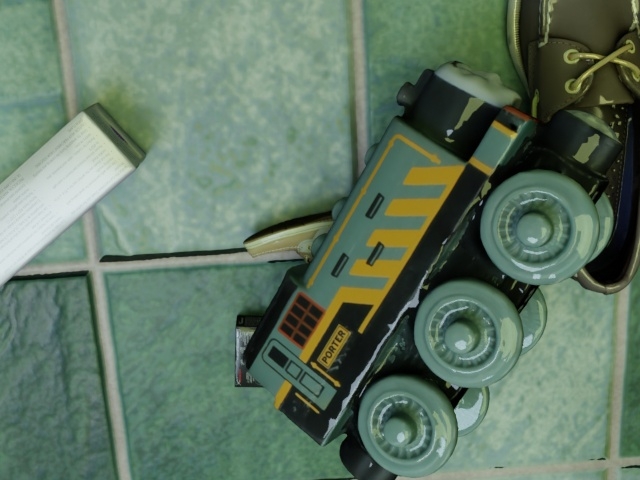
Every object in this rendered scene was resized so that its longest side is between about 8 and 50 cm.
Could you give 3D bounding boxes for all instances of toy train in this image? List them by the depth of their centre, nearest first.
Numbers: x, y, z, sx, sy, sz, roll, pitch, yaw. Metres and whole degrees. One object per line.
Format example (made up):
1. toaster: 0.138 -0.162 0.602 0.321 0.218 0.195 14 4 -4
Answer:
1. toy train: 0.079 0.030 0.580 0.190 0.142 0.334 36 109 19

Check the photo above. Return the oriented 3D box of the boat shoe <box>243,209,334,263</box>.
1. boat shoe: 0.000 0.000 0.672 0.135 0.050 0.045 -13 101 0

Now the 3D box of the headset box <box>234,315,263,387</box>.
1. headset box: -0.039 0.105 0.708 0.083 0.032 0.062 1 106 -4

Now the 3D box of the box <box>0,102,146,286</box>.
1. box: -0.293 0.011 0.651 0.324 0.063 0.067 -40 105 8

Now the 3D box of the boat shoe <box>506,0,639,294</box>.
1. boat shoe: 0.226 -0.115 0.628 0.117 0.097 0.324 -6 106 -3
